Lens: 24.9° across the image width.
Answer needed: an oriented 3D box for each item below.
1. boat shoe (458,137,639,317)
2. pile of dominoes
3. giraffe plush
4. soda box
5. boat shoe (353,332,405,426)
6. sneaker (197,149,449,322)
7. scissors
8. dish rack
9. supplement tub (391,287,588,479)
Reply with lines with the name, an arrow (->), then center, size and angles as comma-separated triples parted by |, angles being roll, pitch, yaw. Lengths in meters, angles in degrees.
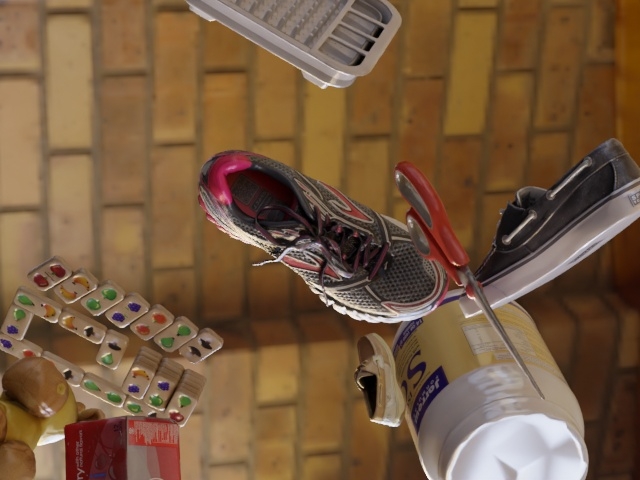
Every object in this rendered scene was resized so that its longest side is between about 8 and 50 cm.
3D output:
boat shoe -> 0.250, -0.012, 1.646 | 0.301, 0.108, 0.102 | -42, -106, 47
pile of dominoes -> -0.256, 0.131, 1.705 | 0.196, 0.251, 0.040 | -60, -174, 42
giraffe plush -> -0.329, 0.200, 1.566 | 0.181, 0.170, 0.210 | 48, -34, 5
soda box -> -0.194, 0.310, 1.438 | 0.092, 0.083, 0.263 | -12, -106, 35
boat shoe -> 0.066, 0.169, 1.789 | 0.050, 0.045, 0.135 | -63, -146, 37
sneaker -> 0.000, 0.000, 1.564 | 0.112, 0.299, 0.121 | 152, -37, -84
scissors -> 0.137, 0.029, 1.387 | 0.297, 0.021, 0.109 | -123, -162, -50
dish rack -> -0.054, -0.360, 2.240 | 0.072, 0.332, 0.285 | -59, -179, 36
supplement tub -> 0.243, 0.243, 2.110 | 0.331, 0.241, 0.241 | -108, -161, -62
